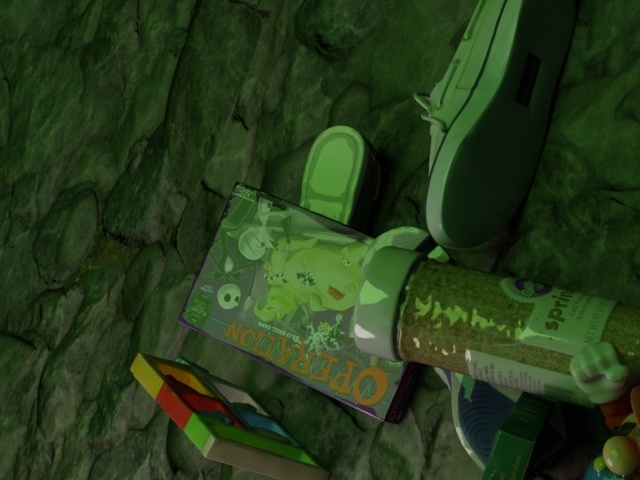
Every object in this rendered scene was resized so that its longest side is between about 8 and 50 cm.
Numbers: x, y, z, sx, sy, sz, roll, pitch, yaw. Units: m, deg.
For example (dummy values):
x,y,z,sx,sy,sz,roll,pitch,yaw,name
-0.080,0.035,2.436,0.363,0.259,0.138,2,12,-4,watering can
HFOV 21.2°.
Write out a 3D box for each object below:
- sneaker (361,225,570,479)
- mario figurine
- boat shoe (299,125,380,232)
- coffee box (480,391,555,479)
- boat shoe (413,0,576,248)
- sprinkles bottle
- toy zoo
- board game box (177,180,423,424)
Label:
x,y,z,sx,sy,sz,roll,pitch,yaw,name
0.186,0.121,1.958,0.127,0.182,0.315,-37,75,15,sneaker
0.284,0.231,1.654,0.170,0.198,0.320,-51,-7,-42,mario figurine
0.004,0.001,2.285,0.109,0.091,0.305,18,86,26,boat shoe
0.197,0.230,1.762,0.040,0.184,0.113,20,101,11,coffee box
0.184,-0.162,2.104,0.156,0.136,0.367,3,71,53,boat shoe
0.216,0.100,1.788,0.355,0.121,0.121,13,80,20,sprinkles bottle
-0.131,0.227,2.249,0.293,0.192,0.030,38,103,53,toy zoo
-0.008,0.074,2.191,0.347,0.056,0.208,22,94,32,board game box
